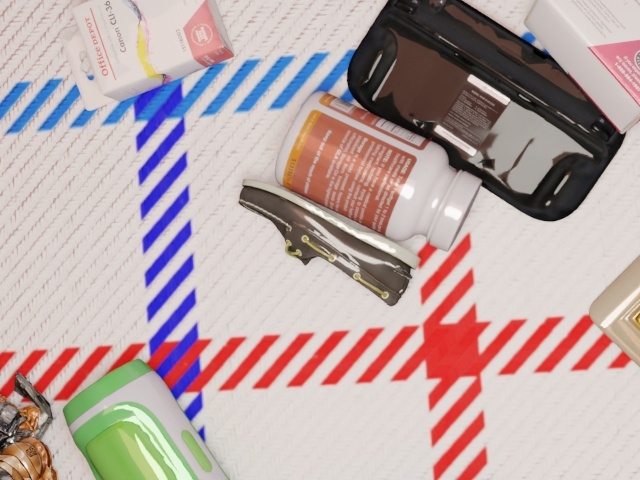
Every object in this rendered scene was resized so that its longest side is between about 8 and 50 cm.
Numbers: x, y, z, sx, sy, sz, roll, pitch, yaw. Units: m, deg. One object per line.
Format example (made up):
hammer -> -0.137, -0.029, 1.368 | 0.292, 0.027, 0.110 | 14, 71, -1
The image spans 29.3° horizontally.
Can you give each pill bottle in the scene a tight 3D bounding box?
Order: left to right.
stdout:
pill bottle -> 0.067, -0.074, 1.390 | 0.216, 0.121, 0.121 | 26, 92, 9

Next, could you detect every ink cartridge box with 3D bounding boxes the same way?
ink cartridge box -> -0.218, -0.242, 1.467 | 0.198, 0.067, 0.115 | -21, 86, 8
ink cartridge box -> 0.372, -0.261, 1.335 | 0.237, 0.100, 0.172 | -39, 83, -8

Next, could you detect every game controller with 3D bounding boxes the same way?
game controller -> 0.188, -0.161, 1.414 | 0.319, 0.067, 0.166 | 35, 108, 9

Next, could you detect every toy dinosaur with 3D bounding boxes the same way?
toy dinosaur -> -0.392, 0.282, 1.446 | 0.218, 0.164, 0.322 | -39, 61, -10

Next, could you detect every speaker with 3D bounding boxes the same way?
speaker -> -0.172, 0.288, 1.416 | 0.131, 0.131, 0.296 | -36, 84, 6

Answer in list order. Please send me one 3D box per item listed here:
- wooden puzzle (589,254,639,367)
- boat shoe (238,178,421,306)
wooden puzzle -> 0.457, 0.086, 1.362 | 0.239, 0.044, 0.221 | 45, 96, 8
boat shoe -> 0.000, 0.000, 1.418 | 0.228, 0.081, 0.068 | 26, 88, 6
